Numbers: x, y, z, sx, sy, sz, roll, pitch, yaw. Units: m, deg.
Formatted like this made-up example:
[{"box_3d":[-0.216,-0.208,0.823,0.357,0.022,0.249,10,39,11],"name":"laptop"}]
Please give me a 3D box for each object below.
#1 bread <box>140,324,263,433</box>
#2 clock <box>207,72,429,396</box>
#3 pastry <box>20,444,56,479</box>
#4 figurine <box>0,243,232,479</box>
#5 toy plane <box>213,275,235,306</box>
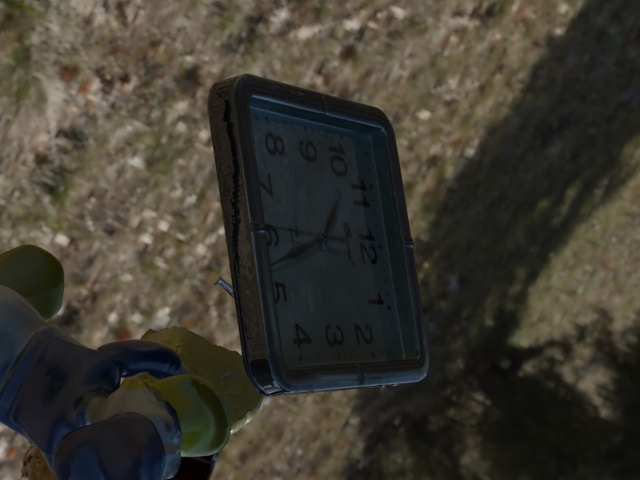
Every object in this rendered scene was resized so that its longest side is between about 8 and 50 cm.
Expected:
[{"box_3d":[-0.141,0.172,1.478,0.086,0.156,0.125,-28,-136,37],"name":"bread"},{"box_3d":[-0.001,0.000,1.165,0.279,0.049,0.273,6,73,-57],"name":"clock"},{"box_3d":[-0.310,0.357,1.826,0.170,0.256,0.237,-50,-179,21],"name":"pastry"},{"box_3d":[-0.187,0.151,1.025,0.204,0.283,0.338,-55,-153,-9],"name":"figurine"},{"box_3d":[-0.041,0.086,1.353,0.065,0.162,0.171,-57,-179,-13],"name":"toy plane"}]
